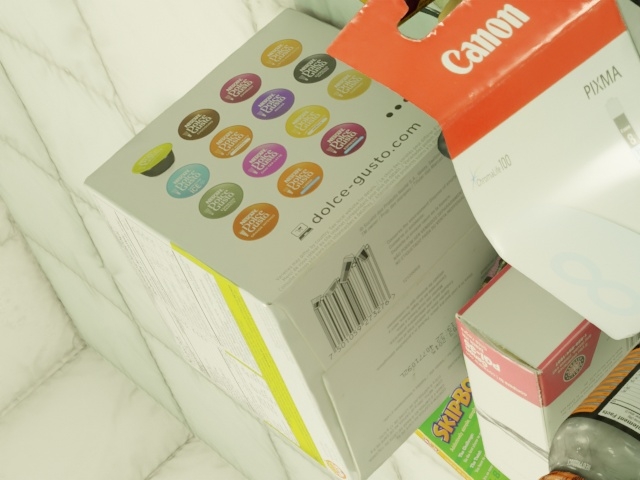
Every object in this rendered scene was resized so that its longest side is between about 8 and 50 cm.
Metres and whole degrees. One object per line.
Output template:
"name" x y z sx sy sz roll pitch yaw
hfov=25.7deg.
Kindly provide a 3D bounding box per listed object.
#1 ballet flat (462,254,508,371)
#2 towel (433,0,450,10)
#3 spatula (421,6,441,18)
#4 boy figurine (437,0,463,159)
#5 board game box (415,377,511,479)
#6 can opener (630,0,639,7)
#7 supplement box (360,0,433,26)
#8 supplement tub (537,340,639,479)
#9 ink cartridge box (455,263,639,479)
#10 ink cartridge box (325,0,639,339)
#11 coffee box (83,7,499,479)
"ballet flat" 0.206 0.070 1.533 0.077 0.221 0.079 20 -161 4
"towel" 0.132 -0.257 1.321 0.110 0.027 0.148 42 159 19
"spatula" 0.111 -0.224 1.413 0.296 0.030 0.084 36 176 20
"boy figurine" 0.183 -0.170 1.261 0.177 0.092 0.285 32 151 15
"board game box" 0.239 0.283 1.952 0.259 0.124 0.039 42 160 16
"can opener" 0.288 -0.200 1.034 0.093 0.074 0.280 46 160 9
"supplement box" 0.088 -0.288 1.200 0.081 0.104 0.188 42 149 16
"supplement tub" 0.341 0.176 1.264 0.193 0.316 0.193 41 160 19
"ink cartridge box" 0.264 0.125 1.486 0.117 0.207 0.283 34 156 34
"ink cartridge box" 0.196 -0.081 1.166 0.385 0.091 0.308 33 156 -9
"coffee box" 0.000 0.000 1.612 0.334 0.337 0.338 31 155 40
